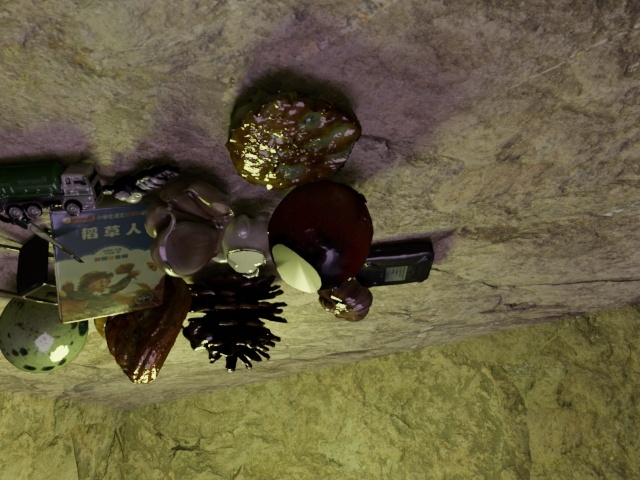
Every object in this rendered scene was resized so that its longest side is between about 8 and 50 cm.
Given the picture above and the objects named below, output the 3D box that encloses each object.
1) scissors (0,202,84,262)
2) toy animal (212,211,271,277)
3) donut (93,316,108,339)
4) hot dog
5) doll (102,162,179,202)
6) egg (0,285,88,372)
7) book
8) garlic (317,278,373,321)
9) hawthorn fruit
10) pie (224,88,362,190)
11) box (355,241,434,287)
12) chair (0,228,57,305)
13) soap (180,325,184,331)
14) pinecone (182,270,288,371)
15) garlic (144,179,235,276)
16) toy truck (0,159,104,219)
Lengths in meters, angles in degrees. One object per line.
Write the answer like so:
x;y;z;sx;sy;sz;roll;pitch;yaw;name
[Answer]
-0.718;-0.030;1.437;0.300;0.022;0.109;37;136;-3;scissors
-0.235;0.015;1.714;0.208;0.154;0.325;15;152;-28;toy animal
-0.689;0.260;2.132;0.330;0.160;0.330;-16;155;-8;donut
-0.570;0.283;1.898;0.174;0.267;0.388;12;107;-59;hot dog
-0.448;-0.140;1.425;0.219;0.067;0.091;-16;173;22;doll
-0.943;0.300;1.970;0.287;0.288;0.379;11;146;-34;egg
-0.581;0.058;1.606;0.300;0.039;0.428;-8;136;-27;book
0.082;0.217;2.147;0.245;0.160;0.245;33;154;18;garlic
-0.005;-0.013;1.525;0.315;0.316;0.316;-6;155;-3;hawthorn fruit
-0.068;-0.227;1.298;0.288;0.103;0.355;1;154;-16;pie
0.266;0.094;2.100;0.288;0.073;0.290;-6;155;0;box
-0.821;0.073;1.649;0.166;0.188;0.272;-24;153;31;chair
-0.597;0.344;2.107;0.122;0.066;0.203;-2;150;-42;soap
-0.301;0.286;2.063;0.397;0.398;0.398;-6;155;-3;pinecone
-0.338;-0.036;1.474;0.237;0.210;0.292;-34;162;24;garlic
-0.647;-0.127;1.353;0.242;0.101;0.125;-3;118;-4;toy truck
